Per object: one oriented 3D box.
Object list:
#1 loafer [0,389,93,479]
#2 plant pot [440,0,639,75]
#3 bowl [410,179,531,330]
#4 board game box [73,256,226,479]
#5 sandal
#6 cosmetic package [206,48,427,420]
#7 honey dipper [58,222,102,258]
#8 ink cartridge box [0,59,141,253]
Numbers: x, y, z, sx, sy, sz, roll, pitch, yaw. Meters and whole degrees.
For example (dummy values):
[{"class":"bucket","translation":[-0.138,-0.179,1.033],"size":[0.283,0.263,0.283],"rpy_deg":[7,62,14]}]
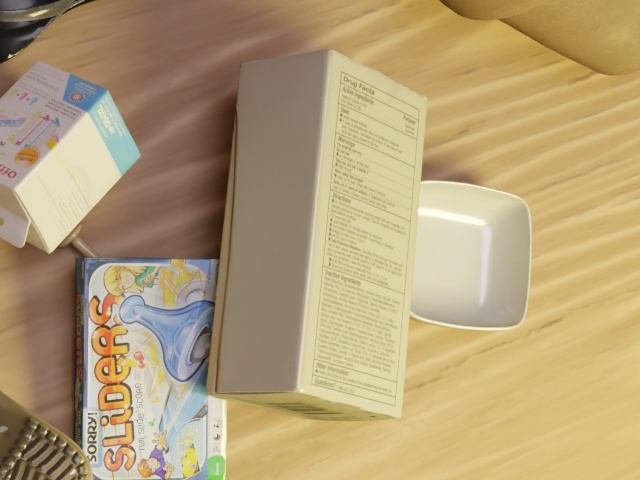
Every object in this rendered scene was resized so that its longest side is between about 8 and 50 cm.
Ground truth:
[{"class":"loafer","translation":[-0.312,0.151,1.610],"size":[0.268,0.092,0.102],"rpy_deg":[41,65,5]},{"class":"plant pot","translation":[0.254,-0.281,1.862],"size":[0.229,0.263,0.263],"rpy_deg":[40,67,-32]},{"class":"bowl","translation":[0.130,0.018,1.841],"size":[0.142,0.053,0.142],"rpy_deg":[8,77,-23]},{"class":"board game box","translation":[-0.152,0.115,1.697],"size":[0.136,0.035,0.201],"rpy_deg":[0,89,-23]},{"class":"sandal","translation":[-0.250,-0.237,1.720],"size":[0.254,0.054,0.097],"rpy_deg":[-32,94,-25]},{"class":"cosmetic package","translation":[0.000,0.000,1.725],"size":[0.160,0.113,0.309],"rpy_deg":[22,69,-49]},{"class":"honey dipper","translation":[-0.194,0.027,1.714],"size":[0.160,0.030,0.030],"rpy_deg":[45,67,-14]},{"class":"ink cartridge box","translation":[-0.246,-0.067,1.654],"size":[0.143,0.092,0.090],"rpy_deg":[-50,144,-23]}]
